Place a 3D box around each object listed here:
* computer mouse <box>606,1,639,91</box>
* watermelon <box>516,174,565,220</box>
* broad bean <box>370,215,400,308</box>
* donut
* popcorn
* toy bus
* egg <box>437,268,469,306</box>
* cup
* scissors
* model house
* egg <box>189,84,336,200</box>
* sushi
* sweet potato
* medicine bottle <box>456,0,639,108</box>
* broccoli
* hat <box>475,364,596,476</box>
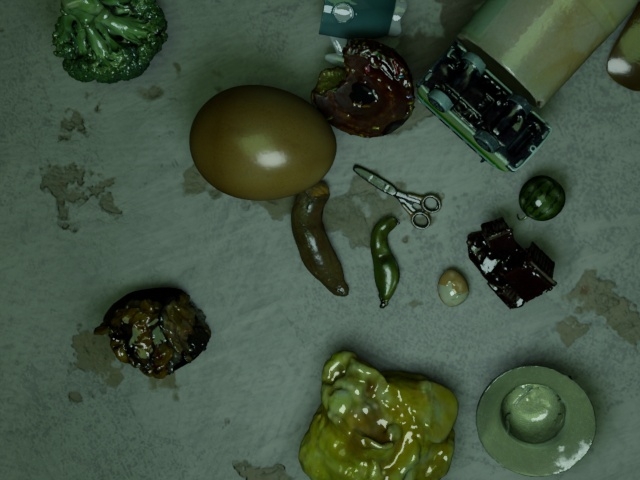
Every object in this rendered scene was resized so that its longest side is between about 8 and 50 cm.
[{"bbox_3d":[0.696,-0.433,1.581,0.126,0.056,0.245,29,101,3],"label":"computer mouse"},{"bbox_3d":[0.478,-0.087,1.648,0.109,0.109,0.109,1,99,9],"label":"watermelon"},{"bbox_3d":[0.149,0.051,1.750,0.070,0.048,0.213,2,96,10],"label":"broad bean"},{"bbox_3d":[0.102,-0.330,1.636,0.216,0.096,0.230,23,137,-5],"label":"donut"},{"bbox_3d":[0.136,0.423,1.728,0.334,0.293,0.292,15,61,-21],"label":"popcorn"},{"bbox_3d":[0.337,-0.271,1.610,0.276,0.165,0.133,43,89,0],"label":"toy bus"},{"bbox_3d":[0.300,0.107,1.723,0.071,0.071,0.083,-17,92,12],"label":"egg"},{"bbox_3d":[0.094,-0.504,1.620,0.173,0.167,0.299,10,127,-3],"label":"cup"},{"bbox_3d":[0.169,-0.111,1.738,0.220,0.017,0.088,32,106,3],"label":"scissors"},{"bbox_3d":[0.407,0.049,1.650,0.203,0.164,0.141,44,98,3],"label":"model house"},{"bbox_3d":[-0.125,-0.209,1.650,0.322,0.250,0.250,8,100,11],"label":"egg"},{"bbox_3d":[-0.396,0.217,1.793,0.204,0.200,0.213,-26,95,16],"label":"sushi"},{"bbox_3d":[-0.001,0.001,1.749,0.112,0.085,0.285,-17,96,7],"label":"sweet potato"},{"bbox_3d":[0.493,-0.490,1.511,0.236,0.236,0.406,42,101,1],"label":"medicine bottle"},{"bbox_3d":[-0.479,-0.480,1.670,0.270,0.270,0.270,-3,73,10],"label":"broccoli"},{"bbox_3d":[0.474,0.384,1.706,0.257,0.130,0.257,1,99,9],"label":"hat"}]
